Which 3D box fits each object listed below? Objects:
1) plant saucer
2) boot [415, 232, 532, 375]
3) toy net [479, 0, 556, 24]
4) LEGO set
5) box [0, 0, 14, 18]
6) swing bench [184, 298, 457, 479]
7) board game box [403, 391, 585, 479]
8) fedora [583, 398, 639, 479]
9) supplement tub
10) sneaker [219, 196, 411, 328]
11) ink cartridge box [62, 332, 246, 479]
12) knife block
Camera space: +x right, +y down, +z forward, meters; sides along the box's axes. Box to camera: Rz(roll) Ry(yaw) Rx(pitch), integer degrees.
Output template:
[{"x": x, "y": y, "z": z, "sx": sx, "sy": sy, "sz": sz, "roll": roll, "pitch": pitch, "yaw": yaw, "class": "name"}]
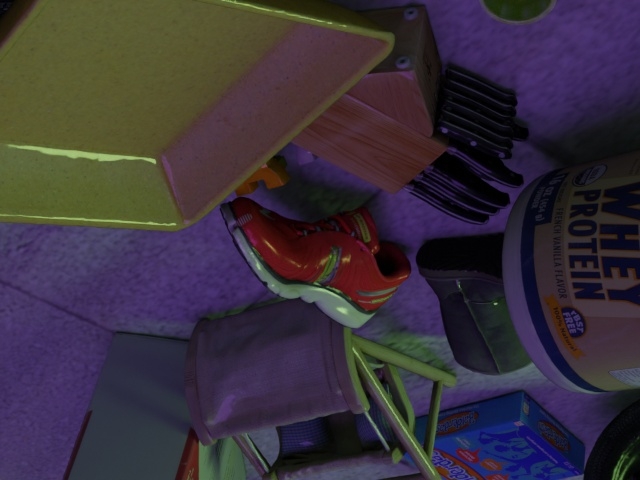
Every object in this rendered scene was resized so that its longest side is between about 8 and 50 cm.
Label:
[{"x": -0.161, "y": -0.126, "z": 1.053, "sx": 0.333, "sy": 0.081, "sz": 0.333, "roll": 2, "pitch": 149, "yaw": -44, "class": "plant saucer"}, {"x": 0.213, "y": 0.083, "z": 1.451, "sx": 0.190, "sy": 0.076, "sz": 0.208, "roll": 6, "pitch": 138, "yaw": 32, "class": "boot"}, {"x": 0.175, "y": -0.276, "z": 1.017, "sx": 0.122, "sy": 0.045, "sz": 0.232, "roll": -2, "pitch": 141, "yaw": 18, "class": "toy net"}, {"x": -0.096, "y": -0.097, "z": 1.293, "sx": 0.227, "sy": 0.087, "sz": 0.093, "roll": -13, "pitch": 110, "yaw": 25, "class": "LEGO set"}, {"x": -0.316, "y": -0.234, "z": 1.096, "sx": 0.191, "sy": 0.184, "sz": 0.045, "roll": -2, "pitch": 138, "yaw": 17, "class": "box"}, {"x": -0.006, "y": 0.200, "z": 1.591, "sx": 0.253, "sy": 0.165, "sz": 0.255, "roll": -18, "pitch": 134, "yaw": 34, "class": "swing bench"}, {"x": 0.230, "y": 0.285, "z": 1.732, "sx": 0.210, "sy": 0.047, "sz": 0.160, "roll": -21, "pitch": 132, "yaw": 37, "class": "board game box"}, {"x": 0.500, "y": 0.330, "z": 1.588, "sx": 0.334, "sy": 0.334, "sz": 0.152, "roll": 1, "pitch": 172, "yaw": 15, "class": "fedora"}, {"x": 0.353, "y": 0.017, "z": 1.169, "sx": 0.316, "sy": 0.228, "sz": 0.228, "roll": -14, "pitch": 137, "yaw": 42, "class": "supplement tub"}, {"x": 0.000, "y": 0.000, "z": 1.364, "sx": 0.118, "sy": 0.107, "sz": 0.279, "roll": -40, "pitch": 144, "yaw": 18, "class": "sneaker"}, {"x": -0.220, "y": 0.353, "z": 1.754, "sx": 0.160, "sy": 0.279, "sz": 0.384, "roll": 6, "pitch": 143, "yaw": 9, "class": "ink cartridge box"}, {"x": 0.058, "y": -0.107, "z": 1.235, "sx": 0.276, "sy": 0.088, "sz": 0.242, "roll": -2, "pitch": 140, "yaw": 18, "class": "knife block"}]
